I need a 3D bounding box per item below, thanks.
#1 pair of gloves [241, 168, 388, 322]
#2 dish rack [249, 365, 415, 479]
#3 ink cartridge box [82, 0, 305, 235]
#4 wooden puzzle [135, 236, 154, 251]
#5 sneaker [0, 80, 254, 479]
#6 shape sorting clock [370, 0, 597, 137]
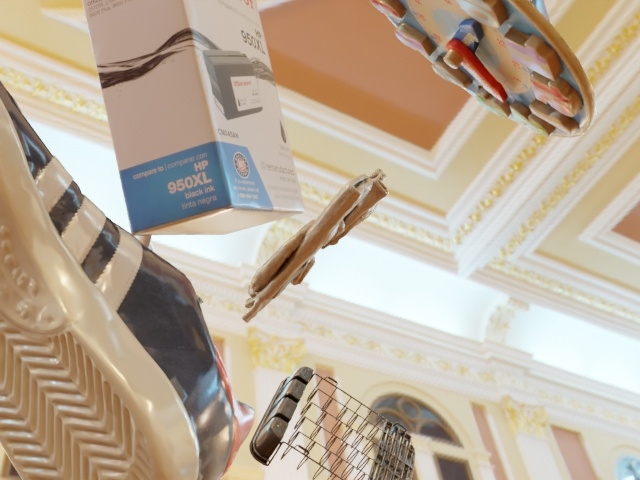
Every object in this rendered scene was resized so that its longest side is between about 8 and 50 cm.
[{"bbox_3d":[0.000,0.000,0.881,0.204,0.240,0.042,-44,-92,14],"label":"pair of gloves"},{"bbox_3d":[0.034,0.348,1.304,0.271,0.208,0.074,33,-56,-1],"label":"dish rack"},{"bbox_3d":[-0.185,-0.215,1.148,0.166,0.395,0.285,-15,-4,19],"label":"ink cartridge box"},{"bbox_3d":[-0.314,0.101,1.291,0.044,0.221,0.239,14,-13,-10],"label":"wooden puzzle"},{"bbox_3d":[-0.168,0.017,0.491,0.131,0.350,0.148,-39,-14,20],"label":"sneaker"},{"bbox_3d":[0.101,-0.138,0.523,0.206,0.206,0.040,38,-93,-34],"label":"shape sorting clock"}]
